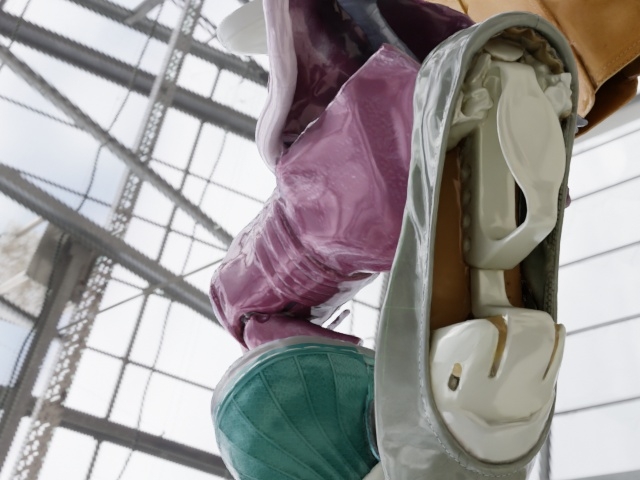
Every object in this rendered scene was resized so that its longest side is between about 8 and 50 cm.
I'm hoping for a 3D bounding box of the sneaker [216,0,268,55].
[{"bbox_3d":[0.029,-0.232,1.013,0.290,0.106,0.123,-11,-96,-12],"label":"sneaker"}]

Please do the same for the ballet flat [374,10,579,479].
[{"bbox_3d":[0.063,0.015,0.330,0.072,0.068,0.213,7,-100,-19],"label":"ballet flat"}]

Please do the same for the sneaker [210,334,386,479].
[{"bbox_3d":[0.074,0.162,0.429,0.302,0.108,0.121,41,-176,-20],"label":"sneaker"}]

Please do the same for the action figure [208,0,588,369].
[{"bbox_3d":[0.000,0.000,0.626,0.275,0.370,0.248,16,-139,-28],"label":"action figure"}]

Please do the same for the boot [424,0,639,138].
[{"bbox_3d":[0.178,-0.180,0.799,0.104,0.295,0.211,-14,-105,-31],"label":"boot"}]
